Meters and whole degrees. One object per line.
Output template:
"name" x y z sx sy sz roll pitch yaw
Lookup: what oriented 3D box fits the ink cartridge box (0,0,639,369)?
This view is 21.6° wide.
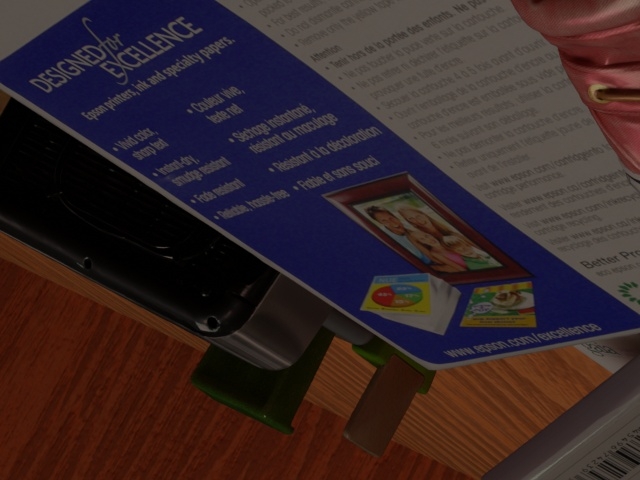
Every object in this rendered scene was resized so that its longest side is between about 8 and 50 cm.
"ink cartridge box" 0.025 -0.066 0.569 0.307 0.072 0.303 35 154 -23

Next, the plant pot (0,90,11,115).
"plant pot" -0.108 -0.080 1.035 0.236 0.032 0.236 14 170 3

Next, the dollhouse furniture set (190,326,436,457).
"dollhouse furniture set" -0.068 0.082 1.548 0.301 0.151 0.197 20 168 40

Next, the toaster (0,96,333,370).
"toaster" -0.050 -0.043 0.801 0.186 0.168 0.110 25 173 21

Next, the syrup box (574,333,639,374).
"syrup box" 0.220 0.053 0.744 0.237 0.096 0.093 34 164 -25

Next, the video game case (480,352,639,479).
"video game case" 0.205 0.086 0.670 0.193 0.212 0.023 31 -147 -24

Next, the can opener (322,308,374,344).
"can opener" -0.052 -0.018 1.280 0.280 0.074 0.093 34 -157 -24

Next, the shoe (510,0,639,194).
"shoe" 0.131 -0.062 0.380 0.178 0.063 0.081 -17 130 38
